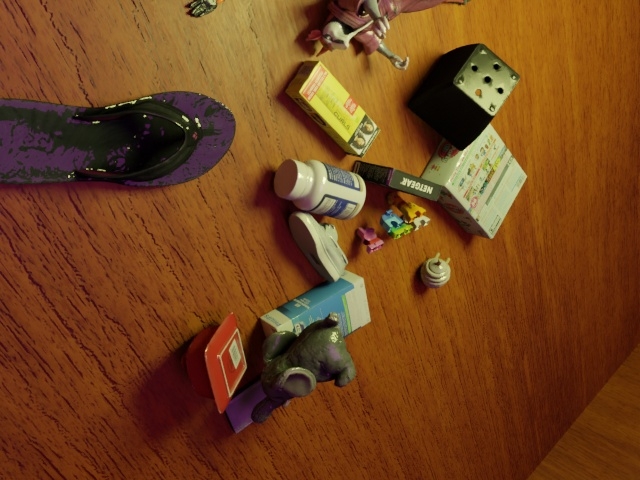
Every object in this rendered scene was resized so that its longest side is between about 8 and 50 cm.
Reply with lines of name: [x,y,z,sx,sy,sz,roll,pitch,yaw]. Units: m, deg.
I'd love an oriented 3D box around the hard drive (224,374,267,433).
hard drive: [-0.162,0.381,1.248,0.135,0.022,0.094,-31,121,-27]

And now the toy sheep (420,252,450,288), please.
toy sheep: [0.325,0.087,1.487,0.091,0.091,0.132,-39,150,-22]

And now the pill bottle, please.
pill bottle: [-0.002,-0.114,1.150,0.187,0.112,0.112,13,97,-40]

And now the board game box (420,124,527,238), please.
board game box: [0.436,-0.174,1.483,0.303,0.097,0.224,37,80,-41]

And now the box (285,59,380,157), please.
box: [0.032,-0.283,1.155,0.232,0.058,0.087,39,80,-39]

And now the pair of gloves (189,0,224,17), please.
pair of gloves: [-0.216,-0.446,0.940,0.074,0.010,0.083,-44,129,-20]

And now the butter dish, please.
butter dish: [-0.233,0.251,1.096,0.160,0.118,0.160,-61,145,-62]

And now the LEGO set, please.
LEGO set: [0.185,-0.063,1.341,0.227,0.093,0.087,-23,149,-36]

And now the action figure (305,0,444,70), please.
action figure: [0.126,-0.508,1.073,0.370,0.248,0.275,-27,84,0]

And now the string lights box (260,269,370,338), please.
string lights box: [-0.005,0.190,1.271,0.260,0.077,0.133,-26,119,-29]

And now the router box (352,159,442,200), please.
router box: [0.184,-0.144,1.272,0.179,0.133,0.046,11,99,-40]

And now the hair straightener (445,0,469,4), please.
hair straightener: [0.310,-0.618,1.268,0.230,0.047,0.089,-14,113,-34]

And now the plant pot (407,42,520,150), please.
plant pot: [0.357,-0.358,1.269,0.187,0.167,0.188,38,80,-8]

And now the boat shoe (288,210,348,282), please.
boat shoe: [0.001,0.001,1.221,0.081,0.079,0.227,-50,134,-23]

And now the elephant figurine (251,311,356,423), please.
elephant figurine: [-0.058,0.277,1.125,0.239,0.169,0.186,-20,88,-11]

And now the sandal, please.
sandal: [-0.332,-0.159,0.881,0.446,0.107,0.167,-13,113,-35]
